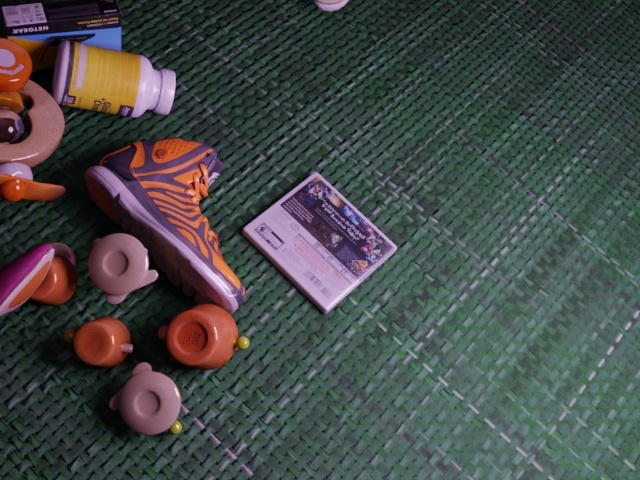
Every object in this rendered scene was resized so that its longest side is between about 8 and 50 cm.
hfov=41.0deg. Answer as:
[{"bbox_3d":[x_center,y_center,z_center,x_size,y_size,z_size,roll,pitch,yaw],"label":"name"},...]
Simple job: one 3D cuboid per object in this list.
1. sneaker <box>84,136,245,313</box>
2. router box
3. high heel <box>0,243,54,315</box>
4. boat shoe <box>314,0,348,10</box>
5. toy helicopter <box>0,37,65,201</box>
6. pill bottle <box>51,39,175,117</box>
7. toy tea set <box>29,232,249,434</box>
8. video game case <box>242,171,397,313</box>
[{"bbox_3d":[-0.192,-0.046,1.299,0.321,0.125,0.180,45,62,12],"label":"sneaker"},{"bbox_3d":[-0.416,-0.328,1.393,0.178,0.133,0.046,-13,65,-19],"label":"router box"},{"bbox_3d":[-0.469,0.067,1.149,0.117,0.082,0.244,45,100,3],"label":"high heel"},{"bbox_3d":[0.014,-0.545,1.635,0.113,0.103,0.303,3,62,-7],"label":"boat shoe"},{"bbox_3d":[-0.524,-0.124,1.232,0.355,0.140,0.235,-36,87,-40],"label":"toy helicopter"},{"bbox_3d":[-0.333,-0.255,1.383,0.184,0.103,0.103,8,60,-23],"label":"pill bottle"},{"bbox_3d":[-0.269,0.109,1.225,0.200,0.124,0.336,-45,82,1],"label":"toy tea set"},{"bbox_3d":[0.000,0.000,1.381,0.190,0.022,0.173,44,61,12],"label":"video game case"}]
